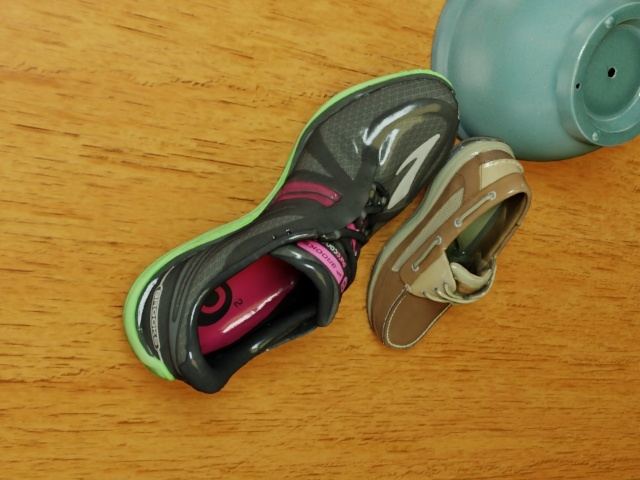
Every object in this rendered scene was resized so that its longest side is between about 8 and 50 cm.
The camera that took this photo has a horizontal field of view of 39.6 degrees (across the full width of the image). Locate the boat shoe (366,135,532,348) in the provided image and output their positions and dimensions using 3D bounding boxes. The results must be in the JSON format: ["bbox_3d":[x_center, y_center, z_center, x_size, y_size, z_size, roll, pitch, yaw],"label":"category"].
[{"bbox_3d":[0.162,0.024,1.144,0.123,0.120,0.324,5,126,-29],"label":"boat shoe"}]

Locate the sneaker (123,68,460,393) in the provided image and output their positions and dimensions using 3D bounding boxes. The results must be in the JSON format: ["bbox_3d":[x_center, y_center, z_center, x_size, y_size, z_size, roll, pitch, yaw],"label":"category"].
[{"bbox_3d":[0.000,0.000,1.022,0.483,0.202,0.185,-45,126,-7],"label":"sneaker"}]

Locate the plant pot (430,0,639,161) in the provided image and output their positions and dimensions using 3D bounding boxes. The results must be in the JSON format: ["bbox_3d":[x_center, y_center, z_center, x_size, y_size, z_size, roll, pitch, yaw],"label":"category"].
[{"bbox_3d":[0.314,-0.224,1.122,0.293,0.196,0.293,-12,116,-26],"label":"plant pot"}]
